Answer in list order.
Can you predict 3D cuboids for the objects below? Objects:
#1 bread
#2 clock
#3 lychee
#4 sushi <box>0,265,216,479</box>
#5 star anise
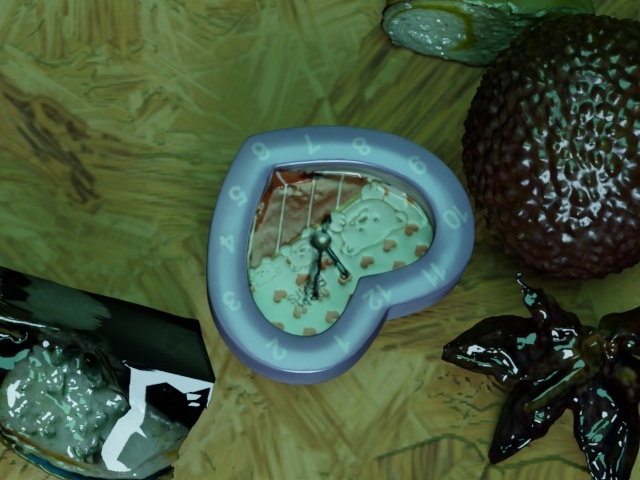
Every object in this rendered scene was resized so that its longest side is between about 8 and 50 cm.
[{"bbox_3d":[0.131,-0.181,1.468,0.157,0.083,0.094,16,59,3],"label":"bread"},{"bbox_3d":[0.000,0.000,1.398,0.198,0.064,0.172,-37,77,-15],"label":"clock"},{"bbox_3d":[0.186,-0.066,1.375,0.194,0.194,0.194,1,71,-3],"label":"lychee"},{"bbox_3d":[-0.213,0.086,1.334,0.272,0.134,0.109,16,102,-8],"label":"sushi"},{"bbox_3d":[0.180,0.103,1.372,0.212,0.053,0.157,5,101,-14],"label":"star anise"}]
